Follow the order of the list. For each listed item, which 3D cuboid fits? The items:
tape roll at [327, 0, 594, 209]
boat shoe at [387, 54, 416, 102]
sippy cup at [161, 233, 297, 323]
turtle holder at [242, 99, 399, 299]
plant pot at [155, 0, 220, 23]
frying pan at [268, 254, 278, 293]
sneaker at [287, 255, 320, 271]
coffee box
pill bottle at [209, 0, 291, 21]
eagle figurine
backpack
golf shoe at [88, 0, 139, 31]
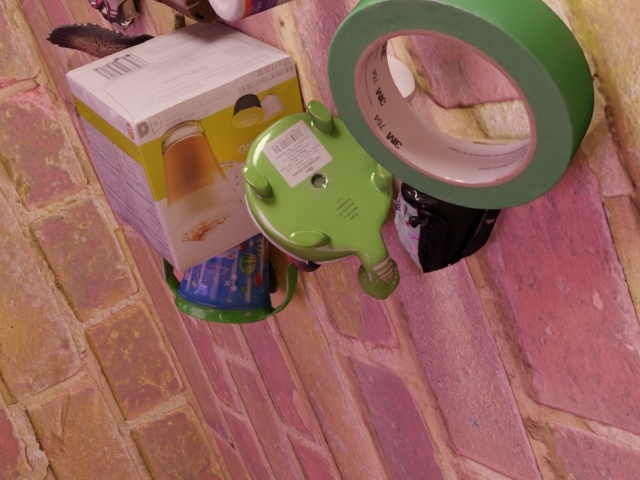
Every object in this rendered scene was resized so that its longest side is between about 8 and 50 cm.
[{"bbox_3d":[0.163,-0.177,1.014,0.321,0.077,0.321,26,148,17],"label":"tape roll"},{"bbox_3d":[0.085,-0.245,1.281,0.184,0.066,0.063,38,160,40],"label":"boat shoe"},{"bbox_3d":[-0.219,0.058,1.989,0.240,0.305,0.224,-134,51,-69],"label":"sippy cup"},{"bbox_3d":[0.021,-0.067,1.434,0.320,0.243,0.227,23,166,1],"label":"turtle holder"},{"bbox_3d":[-0.256,-0.506,1.592,0.165,0.167,0.167,40,148,28],"label":"plant pot"},{"bbox_3d":[-0.201,-0.002,2.137,0.197,0.053,0.326,-1,116,61],"label":"frying pan"},{"bbox_3d":[0.000,0.000,1.658,0.135,0.098,0.276,54,154,24],"label":"sneaker"},{"bbox_3d":[-0.248,-0.199,1.657,0.338,0.338,0.334,35,144,46],"label":"coffee box"},{"bbox_3d":[-0.073,-0.411,1.260,0.108,0.193,0.108,45,150,34],"label":"pill bottle"},{"bbox_3d":[-0.420,-0.394,1.852,0.226,0.298,0.225,60,156,6],"label":"eagle figurine"},{"bbox_3d":[0.179,-0.039,1.228,0.182,0.152,0.115,90,160,-52],"label":"backpack"},{"bbox_3d":[-0.488,-0.598,2.059,0.120,0.105,0.273,53,165,-16],"label":"golf shoe"}]
